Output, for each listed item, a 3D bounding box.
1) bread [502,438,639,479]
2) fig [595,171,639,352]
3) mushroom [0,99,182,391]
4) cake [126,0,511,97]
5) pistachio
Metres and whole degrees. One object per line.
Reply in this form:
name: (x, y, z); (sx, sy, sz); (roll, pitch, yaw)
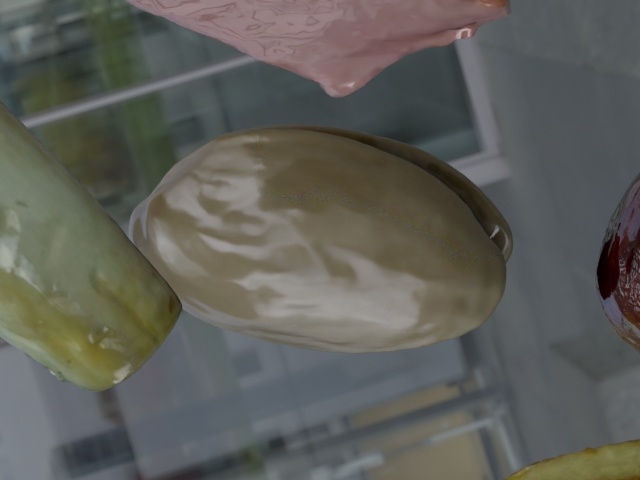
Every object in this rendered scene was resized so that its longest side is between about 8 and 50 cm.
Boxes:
bread: (0.166, 0.182, 0.647); (0.234, 0.184, 0.110); (66, -151, -30)
fig: (0.213, 0.002, 0.827); (0.148, 0.149, 0.202); (114, 165, -67)
mushroom: (-0.198, -0.065, 0.688); (0.333, 0.087, 0.107); (47, 147, -13)
cake: (0.025, -0.257, 0.695); (0.293, 0.306, 0.314); (25, -130, -43)
pistachio: (0.000, 0.000, 0.978); (0.136, 0.225, 0.136); (7, -90, -88)
